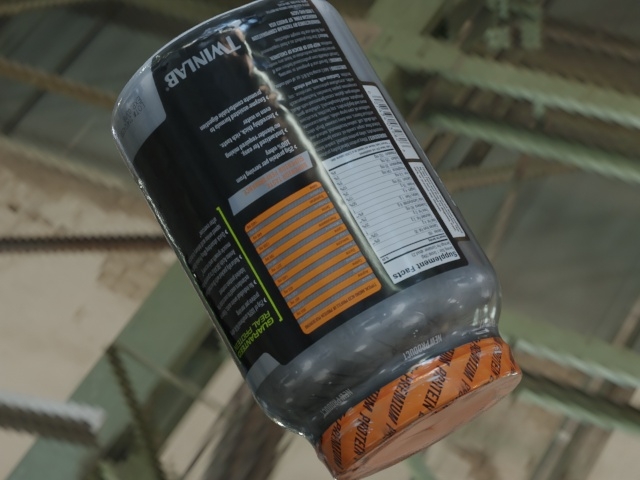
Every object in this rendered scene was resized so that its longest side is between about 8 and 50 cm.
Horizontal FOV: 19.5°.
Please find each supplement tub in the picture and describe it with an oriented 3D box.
[{"bbox_3d":[0.000,0.000,1.327,0.316,0.194,0.193,61,-29,15],"label":"supplement tub"}]
